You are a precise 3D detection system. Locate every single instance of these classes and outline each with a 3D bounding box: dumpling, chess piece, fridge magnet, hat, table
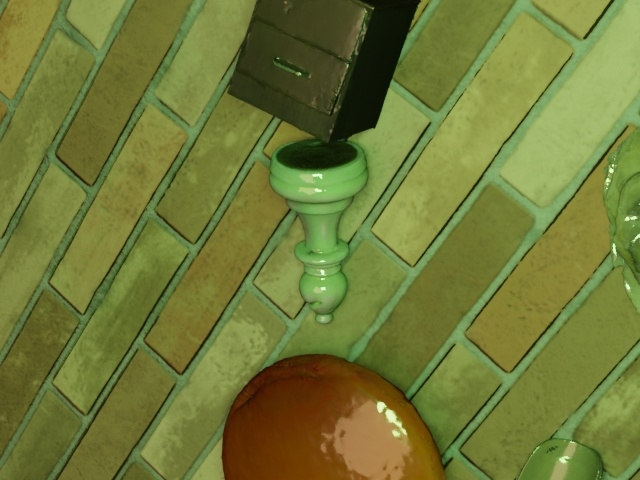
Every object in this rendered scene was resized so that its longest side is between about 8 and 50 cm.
[{"bbox_3d":[0.427,-0.064,1.526,0.166,0.086,0.332,27,110,16],"label":"dumpling"},{"bbox_3d":[0.000,0.000,1.751,0.139,0.139,0.271,11,118,25],"label":"chess piece"},{"bbox_3d":[0.019,0.338,1.798,0.364,0.155,0.363,8,107,26],"label":"fridge magnet"},{"bbox_3d":[0.335,0.364,1.699,0.147,0.085,0.175,27,91,31],"label":"hat"},{"bbox_3d":[0.001,-0.258,1.643,0.169,0.172,0.193,28,114,18],"label":"table"}]
